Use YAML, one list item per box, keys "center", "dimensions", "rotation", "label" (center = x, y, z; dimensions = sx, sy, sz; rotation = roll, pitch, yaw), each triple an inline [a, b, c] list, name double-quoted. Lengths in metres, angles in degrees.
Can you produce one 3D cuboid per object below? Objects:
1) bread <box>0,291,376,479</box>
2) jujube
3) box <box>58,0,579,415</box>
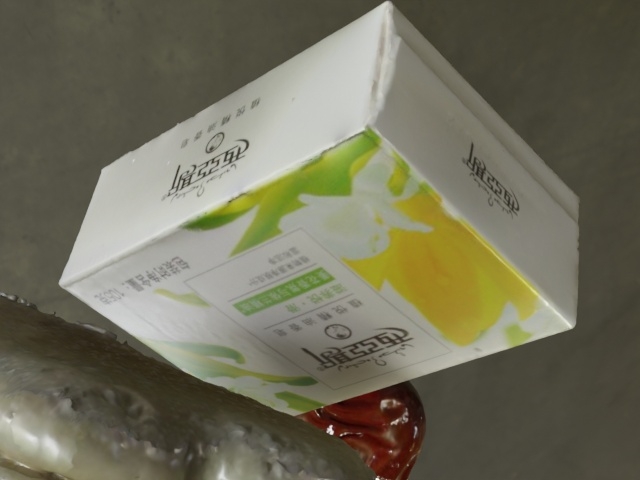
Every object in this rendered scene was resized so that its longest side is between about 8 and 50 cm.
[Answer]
- center: [-0.143, 0.099, 0.558]
  dimensions: [0.183, 0.337, 0.101]
  rotation: [19, 88, -66]
  label: "bread"
- center: [-0.008, 0.175, 1.081]
  dimensions: [0.230, 0.155, 0.155]
  rotation: [25, 118, -10]
  label: "jujube"
- center: [0.000, 0.000, 0.672]
  dimensions: [0.260, 0.111, 0.194]
  rotation: [-26, 128, 36]
  label: "box"
